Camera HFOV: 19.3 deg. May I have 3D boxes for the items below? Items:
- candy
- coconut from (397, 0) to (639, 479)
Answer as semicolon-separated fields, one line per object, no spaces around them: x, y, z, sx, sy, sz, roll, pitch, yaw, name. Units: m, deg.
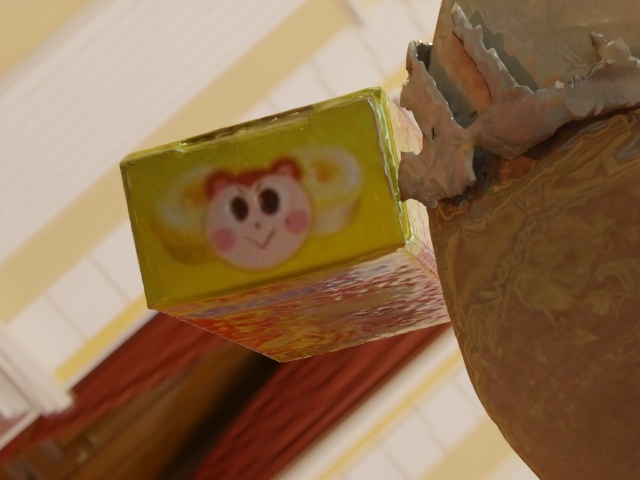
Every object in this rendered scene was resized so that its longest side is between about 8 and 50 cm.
0.000;0.000;1.050;0.276;0.146;0.088;42;36;-75;candy
0.182;-0.023;0.631;0.323;0.323;0.323;48;-6;7;coconut
